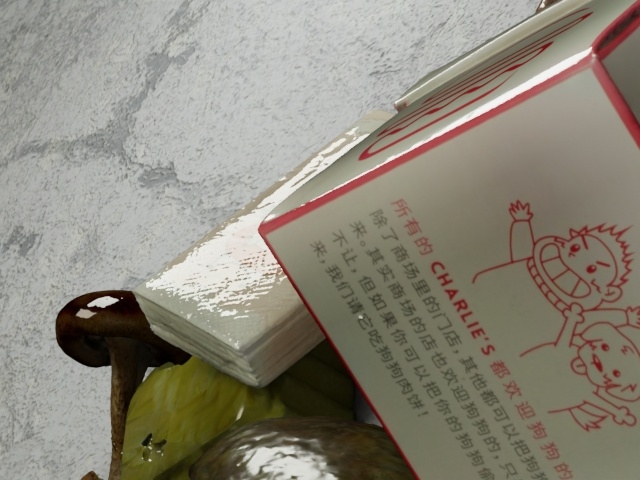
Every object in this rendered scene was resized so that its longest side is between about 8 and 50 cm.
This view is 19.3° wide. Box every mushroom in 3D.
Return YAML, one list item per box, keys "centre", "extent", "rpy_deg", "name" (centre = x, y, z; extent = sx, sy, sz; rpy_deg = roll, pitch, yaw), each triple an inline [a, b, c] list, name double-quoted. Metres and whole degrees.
- centre: [-0.203, 0.169, 1.976]
  extent: [0.148, 0.227, 0.217]
  rpy_deg: [-3, 73, 15]
  name: "mushroom"

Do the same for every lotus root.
- centre: [0.016, 0.203, 1.492]
  extent: [0.142, 0.210, 0.314]
  rpy_deg: [-52, 17, 3]
  name: "lotus root"

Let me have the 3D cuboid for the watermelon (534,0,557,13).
- centre: [0.262, -0.185, 1.677]
  extent: [0.140, 0.193, 0.256]
  rpy_deg: [112, 170, -55]
  name: "watermelon"

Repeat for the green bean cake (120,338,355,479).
- centre: [-0.082, 0.169, 1.814]
  extent: [0.236, 0.124, 0.233]
  rpy_deg: [-36, 33, 31]
  name: "green bean cake"

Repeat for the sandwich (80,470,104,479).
- centre: [-0.200, 0.318, 1.839]
  extent: [0.220, 0.108, 0.186]
  rpy_deg: [-33, 35, 36]
  name: "sandwich"

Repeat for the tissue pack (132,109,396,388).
- centre: [0.000, 0.000, 1.766]
  extent: [0.325, 0.071, 0.170]
  rpy_deg: [-38, 39, -24]
  name: "tissue pack"

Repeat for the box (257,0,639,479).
- centre: [0.202, 0.003, 1.273]
  extent: [0.312, 0.314, 0.300]
  rpy_deg: [-26, 9, 40]
  name: "box"
